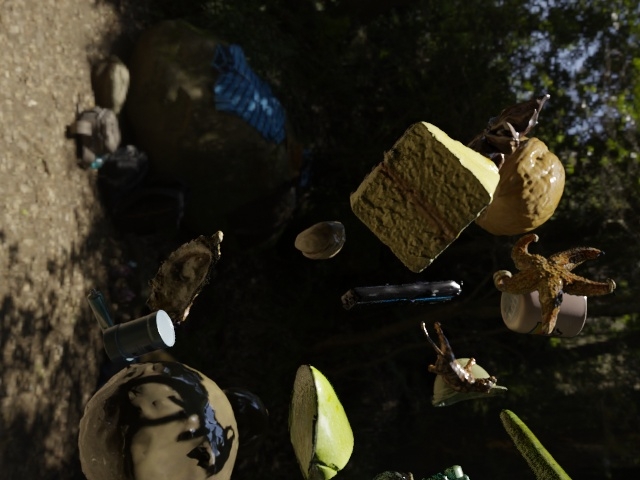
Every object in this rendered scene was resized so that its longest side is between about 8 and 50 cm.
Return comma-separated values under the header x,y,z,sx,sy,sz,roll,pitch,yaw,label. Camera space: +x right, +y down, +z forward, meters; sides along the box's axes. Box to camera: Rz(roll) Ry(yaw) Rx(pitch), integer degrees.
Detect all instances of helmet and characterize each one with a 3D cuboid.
x,y,z,sx,sy,sz,roll,pitch,yaw,label
0.497,0.478,2.239,0.204,0.257,0.137,76,3,-66,helmet

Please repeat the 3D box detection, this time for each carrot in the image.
x,y,z,sx,sy,sz,roll,pitch,yaw,label
0.567,0.568,1.719,0.358,0.074,0.074,-122,-151,-62,carrot

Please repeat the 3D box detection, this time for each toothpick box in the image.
x,y,z,sx,sy,sz,roll,pitch,yaw,label
-0.473,0.253,1.695,0.101,0.153,0.101,-19,90,-83,toothpick box

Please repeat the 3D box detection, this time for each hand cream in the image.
x,y,z,sx,sy,sz,roll,pitch,yaw,label
-0.713,0.257,2.134,0.048,0.083,0.224,-37,124,-41,hand cream

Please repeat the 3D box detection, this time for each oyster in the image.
x,y,z,sx,sy,sz,roll,pitch,yaw,label
-0.436,0.109,2.109,0.361,0.221,0.096,-60,148,3,oyster

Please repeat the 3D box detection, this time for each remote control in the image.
x,y,z,sx,sy,sz,roll,pitch,yaw,label
0.268,0.184,2.135,0.144,0.399,0.062,126,-42,-64,remote control

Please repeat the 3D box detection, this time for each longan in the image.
x,y,z,sx,sy,sz,roll,pitch,yaw,label
-0.275,0.582,2.050,0.215,0.246,0.246,-110,-161,-72,longan
-0.425,0.536,1.750,0.404,0.436,0.404,-49,175,-6,longan

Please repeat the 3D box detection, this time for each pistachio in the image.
x,y,z,sx,sy,sz,roll,pitch,yaw,label
0.000,0.000,2.105,0.124,0.185,0.124,20,65,-49,pistachio

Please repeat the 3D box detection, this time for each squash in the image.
x,y,z,sx,sy,sz,roll,pitch,yaw,label
-0.033,0.527,1.943,0.309,0.210,0.233,65,-2,-34,squash

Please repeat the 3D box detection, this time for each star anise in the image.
x,y,z,sx,sy,sz,roll,pitch,yaw,label
0.488,-0.269,1.803,0.349,0.109,0.292,-48,178,-35,star anise

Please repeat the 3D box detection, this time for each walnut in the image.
x,y,z,sx,sy,sz,roll,pitch,yaw,label
0.581,-0.176,1.975,0.333,0.333,0.333,1,90,-88,walnut

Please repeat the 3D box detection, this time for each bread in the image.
x,y,z,sx,sy,sz,roll,pitch,yaw,label
0.228,-0.117,1.443,0.263,0.236,0.198,-48,-179,27,bread

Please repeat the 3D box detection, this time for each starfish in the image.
x,y,z,sx,sy,sz,roll,pitch,yaw,label
0.627,0.104,1.733,0.113,0.303,0.312,81,31,-47,starfish

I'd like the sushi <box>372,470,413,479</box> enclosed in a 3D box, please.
x,y,z,sx,sy,sz,roll,pitch,yaw,label
0.205,0.765,1.829,0.115,0.147,0.212,59,19,-62,sushi

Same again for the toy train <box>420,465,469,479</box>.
x,y,z,sx,sy,sz,roll,pitch,yaw,label
0.330,0.722,1.601,0.120,0.194,0.298,90,-16,-76,toy train

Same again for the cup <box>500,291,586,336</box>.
x,y,z,sx,sy,sz,roll,pitch,yaw,label
0.680,0.218,2.048,0.253,0.200,0.191,107,-17,-59,cup

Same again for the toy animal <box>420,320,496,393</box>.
x,y,z,sx,sy,sz,roll,pitch,yaw,label
0.331,0.314,1.696,0.255,0.114,0.116,44,3,-18,toy animal
